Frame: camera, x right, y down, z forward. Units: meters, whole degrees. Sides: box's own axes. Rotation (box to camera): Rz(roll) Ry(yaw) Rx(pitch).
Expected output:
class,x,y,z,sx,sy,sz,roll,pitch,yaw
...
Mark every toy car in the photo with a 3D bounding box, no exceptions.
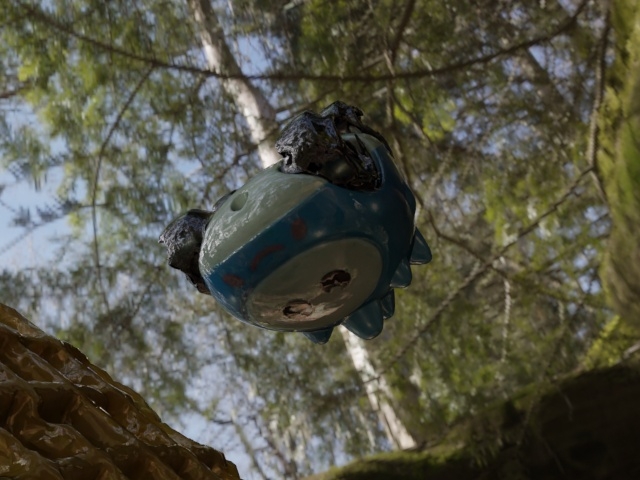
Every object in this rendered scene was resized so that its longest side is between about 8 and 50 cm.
class,x,y,z,sx,sy,sz,roll,pitch,yaw
toy car,0.000,0.000,0.853,0.188,0.255,0.190,-37,-90,15

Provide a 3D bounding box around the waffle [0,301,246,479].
class,x,y,z,sx,sy,sz,roll,pitch,yaw
waffle,-0.077,0.120,0.400,0.329,0.329,0.062,37,-91,-41
